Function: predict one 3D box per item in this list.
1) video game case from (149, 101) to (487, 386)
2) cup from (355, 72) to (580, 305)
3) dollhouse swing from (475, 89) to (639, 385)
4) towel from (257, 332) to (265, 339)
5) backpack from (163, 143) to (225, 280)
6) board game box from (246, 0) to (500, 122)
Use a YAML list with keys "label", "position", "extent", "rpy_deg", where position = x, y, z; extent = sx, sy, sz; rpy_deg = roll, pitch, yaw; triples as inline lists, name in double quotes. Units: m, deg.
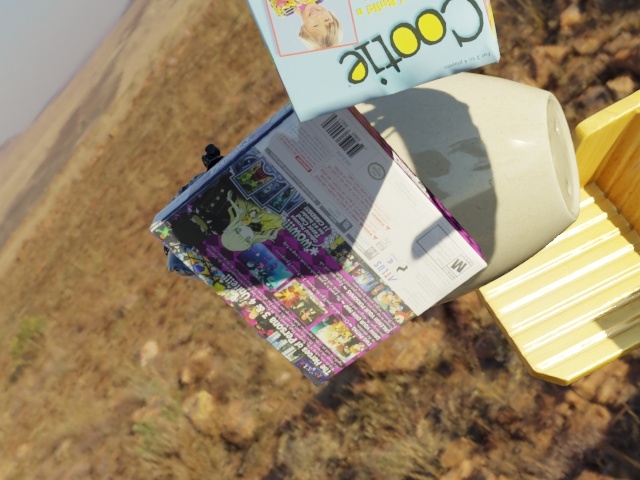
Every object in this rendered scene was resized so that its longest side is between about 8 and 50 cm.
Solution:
- label: "video game case"
  position: [0.000, 0.000, 0.812]
  extent: [0.210, 0.232, 0.042]
  rpy_deg: [-39, 21, 17]
- label: "cup"
  position: [0.205, -0.087, 1.173]
  extent: [0.237, 0.331, 0.331]
  rpy_deg: [-12, 38, 27]
- label: "dollhouse swing"
  position: [0.442, 0.004, 1.396]
  extent: [0.347, 0.305, 0.315]
  rpy_deg: [61, 155, 30]
- label: "towel"
  position: [-0.001, 0.131, 1.493]
  extent: [0.187, 0.049, 0.282]
  rpy_deg: [-16, 9, -19]
- label: "backpack"
  position: [-0.113, -0.012, 1.026]
  extent: [0.182, 0.115, 0.152]
  rpy_deg: [-25, 61, 56]
- label: "board game box"
  position: [0.007, -0.242, 0.565]
  extent: [0.144, 0.275, 0.142]
  rpy_deg: [-15, 32, 15]
